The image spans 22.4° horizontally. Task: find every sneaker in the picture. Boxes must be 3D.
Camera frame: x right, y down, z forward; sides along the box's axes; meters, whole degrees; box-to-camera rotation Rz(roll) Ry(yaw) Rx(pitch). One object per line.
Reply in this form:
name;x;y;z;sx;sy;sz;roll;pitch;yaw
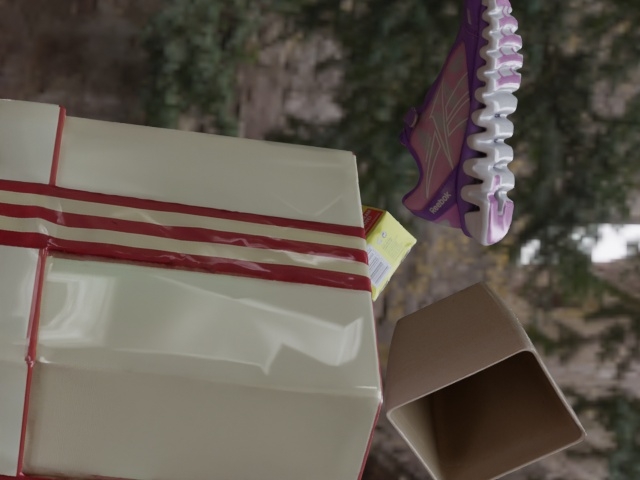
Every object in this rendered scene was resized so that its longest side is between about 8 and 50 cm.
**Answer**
sneaker;0.123;-0.116;1.468;0.105;0.095;0.236;6;-87;24

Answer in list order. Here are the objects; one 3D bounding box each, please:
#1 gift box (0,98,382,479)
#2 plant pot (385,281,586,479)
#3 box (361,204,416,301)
gift box;-0.120;0.076;0.952;0.276;0.258;0.255;-99;-162;-56
plant pot;0.107;0.095;1.130;0.109;0.109;0.096;-26;-141;11
box;0.000;0.000;1.769;0.087;0.058;0.232;-54;-147;-13
